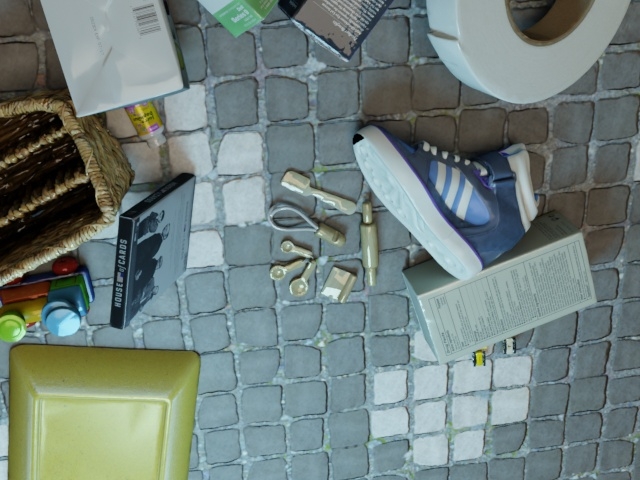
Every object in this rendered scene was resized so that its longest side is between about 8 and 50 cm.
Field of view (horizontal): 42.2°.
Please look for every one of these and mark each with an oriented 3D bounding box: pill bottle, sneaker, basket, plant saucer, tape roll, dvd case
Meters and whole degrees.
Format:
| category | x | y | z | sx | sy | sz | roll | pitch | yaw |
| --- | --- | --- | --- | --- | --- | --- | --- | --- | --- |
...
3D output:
| category | x | y | z | sx | sy | sz | roll | pitch | yaw |
| --- | --- | --- | --- | --- | --- | --- | --- | --- | --- |
| pill bottle | -0.273 | -0.188 | 1.300 | 0.043 | 0.043 | 0.083 | -24 | 116 | 0 |
| sneaker | 0.231 | -0.118 | 1.403 | 0.236 | 0.130 | 0.323 | -42 | 98 | -15 |
| basket | -0.452 | -0.081 | 1.202 | 0.299 | 0.223 | 0.213 | -25 | 112 | 7 |
| plant saucer | -0.395 | 0.356 | 1.495 | 0.333 | 0.081 | 0.333 | 4 | 112 | -12 |
| tape roll | 0.324 | -0.398 | 1.229 | 0.392 | 0.072 | 0.392 | -18 | 123 | -29 |
| dvd case | -0.256 | 0.009 | 1.289 | 0.029 | 0.238 | 0.179 | 14 | 112 | 8 |

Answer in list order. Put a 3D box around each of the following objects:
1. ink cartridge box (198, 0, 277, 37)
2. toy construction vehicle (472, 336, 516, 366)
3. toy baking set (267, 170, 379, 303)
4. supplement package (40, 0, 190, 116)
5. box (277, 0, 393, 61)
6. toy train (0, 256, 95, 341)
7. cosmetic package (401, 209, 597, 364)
| category | x | y | z | sx | sy | sz | roll | pitch | yaw |
| --- | --- | --- | --- | --- | --- | --- | --- | --- | --- |
| ink cartridge box | -0.137 | -0.422 | 1.164 | 0.212 | 0.093 | 0.154 | 41 | 66 | -21 |
| toy construction vehicle | 0.329 | 0.189 | 1.589 | 0.086 | 0.035 | 0.098 | -7 | 112 | 4 |
| toy baking set | 0.007 | 0.001 | 1.443 | 0.197 | 0.030 | 0.256 | -4 | 114 | -9 |
| supplement package | -0.279 | -0.285 | 1.148 | 0.149 | 0.203 | 0.194 | -15 | 102 | -4 |
| box | 0.045 | -0.386 | 1.216 | 0.108 | 0.153 | 0.207 | 32 | 105 | -22 |
| toy train | -0.497 | 0.115 | 1.334 | 0.248 | 0.143 | 0.105 | -11 | 114 | -6 |
| cosmetic package | 0.322 | 0.083 | 1.495 | 0.309 | 0.113 | 0.160 | -20 | 115 | -1 |
